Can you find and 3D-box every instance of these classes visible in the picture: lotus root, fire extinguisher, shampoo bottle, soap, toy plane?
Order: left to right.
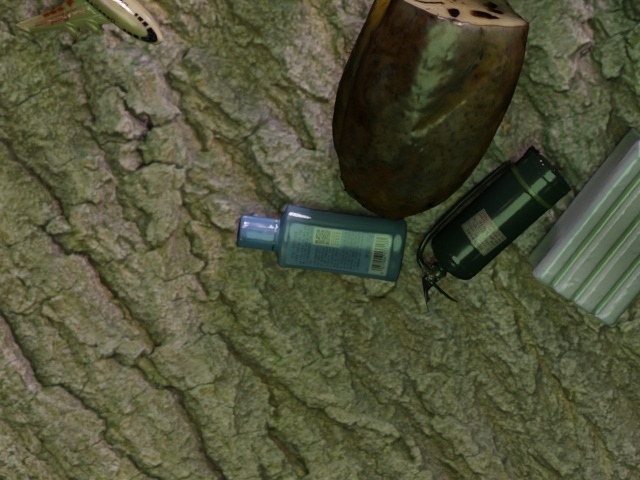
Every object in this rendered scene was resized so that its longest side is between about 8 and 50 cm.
[{"bbox_3d":[-0.322,-0.362,1.900,0.244,0.092,0.229,37,106,-15],"label":"toy plane"},{"bbox_3d":[0.000,0.000,2.069,0.258,0.061,0.104,8,113,-4],"label":"shampoo bottle"},{"bbox_3d":[0.143,-0.193,1.903,0.250,0.250,0.346,20,116,-8],"label":"lotus root"},{"bbox_3d":[0.247,-0.015,2.050,0.294,0.093,0.118,-43,81,17],"label":"fire extinguisher"},{"bbox_3d":[0.462,-0.019,2.046,0.160,0.087,0.265,31,110,-13],"label":"soap"}]
